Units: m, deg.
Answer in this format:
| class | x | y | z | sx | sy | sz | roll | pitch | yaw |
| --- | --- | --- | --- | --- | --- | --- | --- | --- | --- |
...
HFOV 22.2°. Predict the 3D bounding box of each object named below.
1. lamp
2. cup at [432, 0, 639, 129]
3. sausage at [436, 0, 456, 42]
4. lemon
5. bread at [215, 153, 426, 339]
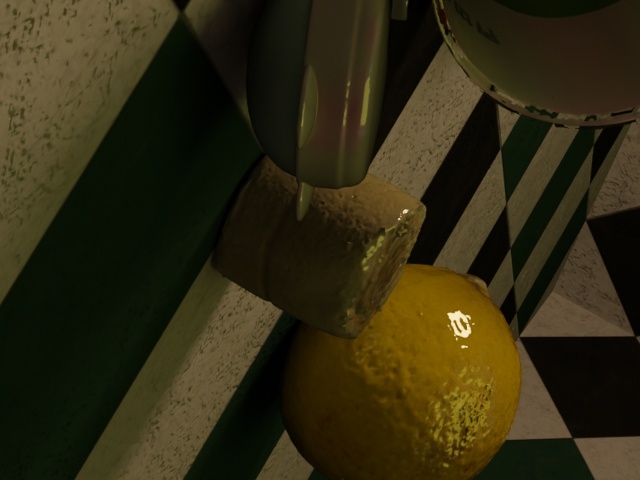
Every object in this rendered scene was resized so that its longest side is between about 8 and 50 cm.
| class | x | y | z | sx | sy | sz | roll | pitch | yaw |
| --- | --- | --- | --- | --- | --- | --- | --- | --- | --- |
| lamp | 0.004 | -0.149 | 1.212 | 0.179 | 0.108 | 0.246 | 100 | 5 | -62 |
| cup | 0.183 | -0.252 | 1.244 | 0.274 | 0.253 | 0.253 | -106 | -145 | -60 |
| sausage | 0.167 | -0.299 | 1.547 | 0.093 | 0.093 | 0.312 | -52 | 164 | -35 |
| lemon | 0.088 | 0.162 | 1.841 | 0.293 | 0.293 | 0.293 | -56 | 166 | -21 |
| bread | 0.000 | 0.000 | 1.431 | 0.134 | 0.141 | 0.148 | -52 | 163 | -39 |
